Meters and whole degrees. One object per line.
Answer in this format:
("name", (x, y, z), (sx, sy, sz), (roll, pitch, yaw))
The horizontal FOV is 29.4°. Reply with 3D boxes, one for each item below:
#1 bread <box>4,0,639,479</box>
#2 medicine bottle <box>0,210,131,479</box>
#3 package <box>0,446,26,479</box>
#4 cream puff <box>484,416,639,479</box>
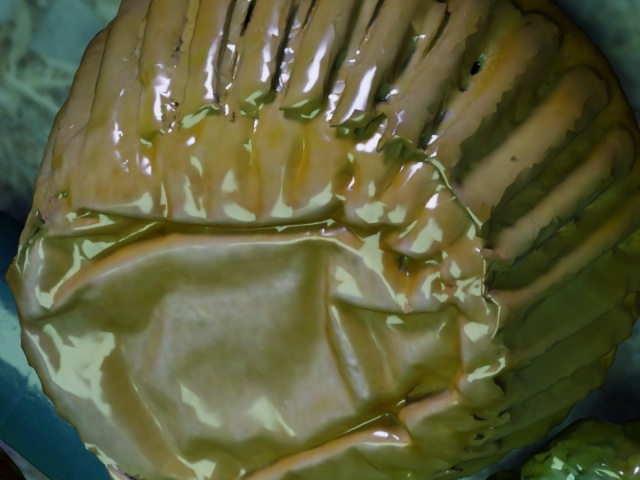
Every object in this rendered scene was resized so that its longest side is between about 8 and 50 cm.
("bread", (0.003, -0.002, 0.454), (0.239, 0.139, 0.240), (8, 117, 15))
("medicine bottle", (-0.107, 0.080, 0.552), (0.258, 0.124, 0.079), (37, 120, -1))
("package", (-0.279, 0.128, 0.659), (0.223, 0.108, 0.288), (39, 130, -5))
("cream puff", (0.121, 0.136, 0.488), (0.156, 0.121, 0.156), (-7, 82, 57))
